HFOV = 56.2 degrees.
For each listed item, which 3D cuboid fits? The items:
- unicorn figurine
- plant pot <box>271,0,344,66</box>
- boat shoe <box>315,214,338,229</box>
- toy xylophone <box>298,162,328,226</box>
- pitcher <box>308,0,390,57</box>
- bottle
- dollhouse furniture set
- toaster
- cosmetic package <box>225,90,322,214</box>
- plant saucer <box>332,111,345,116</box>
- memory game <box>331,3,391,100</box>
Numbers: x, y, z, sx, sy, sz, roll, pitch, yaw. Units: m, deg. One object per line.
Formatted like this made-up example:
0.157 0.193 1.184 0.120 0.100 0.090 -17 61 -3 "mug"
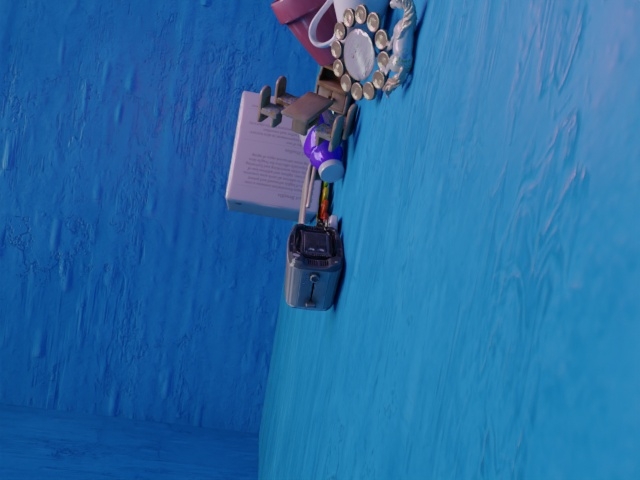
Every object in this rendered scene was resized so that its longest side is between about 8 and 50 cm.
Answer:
0.127 -0.320 0.958 0.111 0.060 0.161 147 115 -81 "unicorn figurine"
0.013 -0.519 1.401 0.180 0.201 0.201 59 -169 -23 "plant pot"
0.000 0.000 1.554 0.219 0.070 0.077 110 167 -61 "boat shoe"
-0.010 -0.114 1.756 0.236 0.081 0.322 114 164 -67 "toy xylophone"
0.061 -0.497 1.250 0.125 0.178 0.207 -26 -50 -57 "pitcher"
0.000 -0.278 1.633 0.118 0.092 0.282 117 147 -42 "bottle"
-0.002 -0.370 1.492 0.242 0.212 0.161 -48 -22 -46 "dollhouse furniture set"
-0.020 0.060 1.397 0.227 0.129 0.146 -94 12 -59 "toaster"
-0.158 -0.293 2.215 0.327 0.330 0.393 152 127 -81 "cosmetic package"
0.048 -0.409 1.828 0.317 0.044 0.317 -172 90 -83 "plant saucer"
0.079 -0.368 1.183 0.186 0.012 0.186 31 129 48 "memory game"
